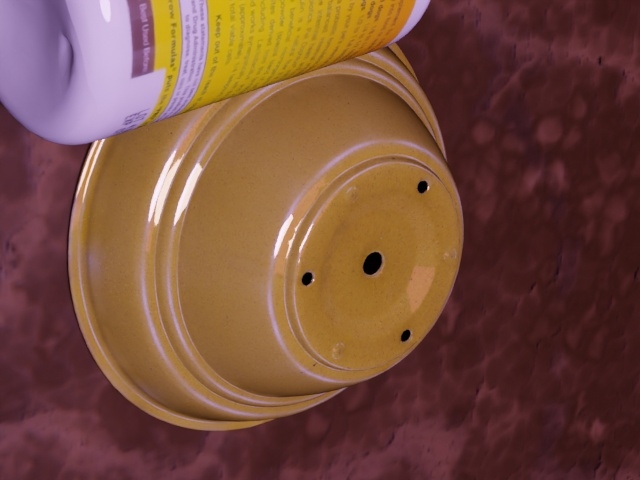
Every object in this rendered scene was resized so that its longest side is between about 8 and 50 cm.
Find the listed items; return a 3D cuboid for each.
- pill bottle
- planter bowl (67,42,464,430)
[{"bbox_3d":[-0.033,-0.121,0.760,0.215,0.117,0.117,-21,118,-33],"label":"pill bottle"},{"bbox_3d":[0.000,0.000,0.852,0.217,0.090,0.217,-16,115,-36],"label":"planter bowl"}]
